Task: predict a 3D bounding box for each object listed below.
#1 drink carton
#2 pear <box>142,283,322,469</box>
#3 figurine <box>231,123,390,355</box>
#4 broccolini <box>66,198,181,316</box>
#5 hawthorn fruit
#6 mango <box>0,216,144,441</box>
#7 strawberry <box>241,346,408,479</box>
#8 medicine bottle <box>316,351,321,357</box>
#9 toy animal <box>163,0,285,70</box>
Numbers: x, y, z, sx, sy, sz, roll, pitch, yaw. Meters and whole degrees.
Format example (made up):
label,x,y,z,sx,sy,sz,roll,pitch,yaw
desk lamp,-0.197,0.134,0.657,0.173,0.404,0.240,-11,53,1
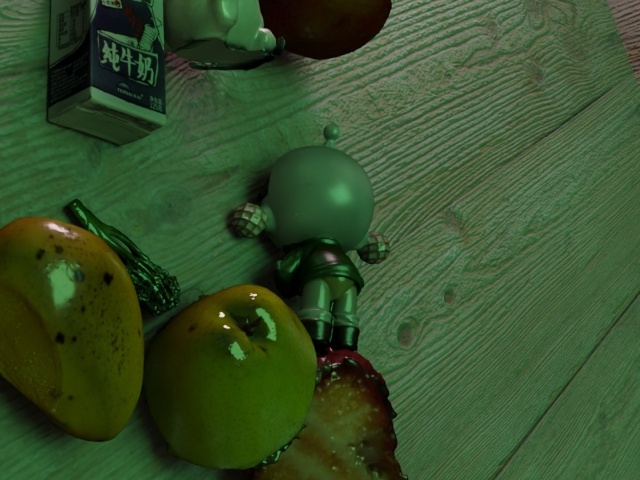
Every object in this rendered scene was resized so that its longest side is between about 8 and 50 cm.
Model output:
label,x,y,z,sx,sy,sz,roll,pitch,yaw
drink carton,-0.296,-0.262,1.505,0.134,0.102,0.222,16,63,-45
pear,-0.124,0.156,1.424,0.178,0.267,0.267,90,4,-64
figurine,0.000,0.000,1.705,0.281,0.167,0.370,13,59,-27
broccolini,-0.274,0.026,1.476,0.202,0.068,0.091,43,31,-12
hawthorn fruit,0.018,-0.434,1.828,0.300,0.254,0.254,-9,84,-37
mango,-0.303,0.104,1.314,0.191,0.160,0.290,-39,112,-60
strawberry,0.006,0.280,1.612,0.280,0.150,0.253,20,93,-35
medicine bottle,0.039,0.294,1.729,0.111,0.076,0.309,-28,99,-36
toy animal,-0.161,-0.417,1.618,0.182,0.247,0.310,-3,82,-30
